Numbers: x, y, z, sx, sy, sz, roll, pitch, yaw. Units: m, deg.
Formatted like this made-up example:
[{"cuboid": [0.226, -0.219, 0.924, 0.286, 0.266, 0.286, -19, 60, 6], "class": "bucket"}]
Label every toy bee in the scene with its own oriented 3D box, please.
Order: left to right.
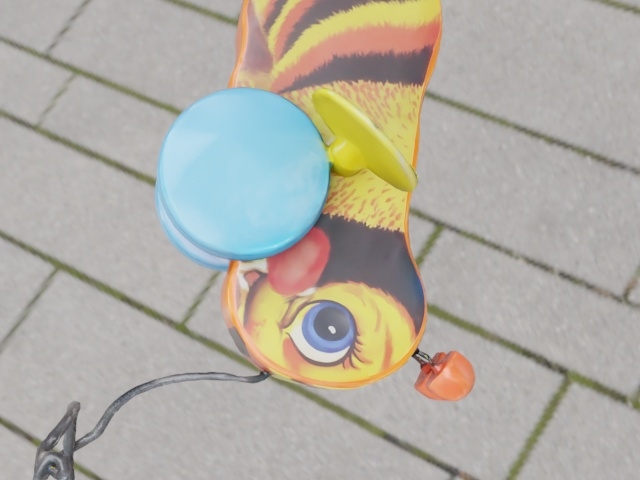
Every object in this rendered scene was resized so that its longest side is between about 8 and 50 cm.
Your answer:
[{"cuboid": [0.000, 0.000, 0.638, 0.162, 0.195, 0.298, 21, 104, -6], "class": "toy bee"}]
